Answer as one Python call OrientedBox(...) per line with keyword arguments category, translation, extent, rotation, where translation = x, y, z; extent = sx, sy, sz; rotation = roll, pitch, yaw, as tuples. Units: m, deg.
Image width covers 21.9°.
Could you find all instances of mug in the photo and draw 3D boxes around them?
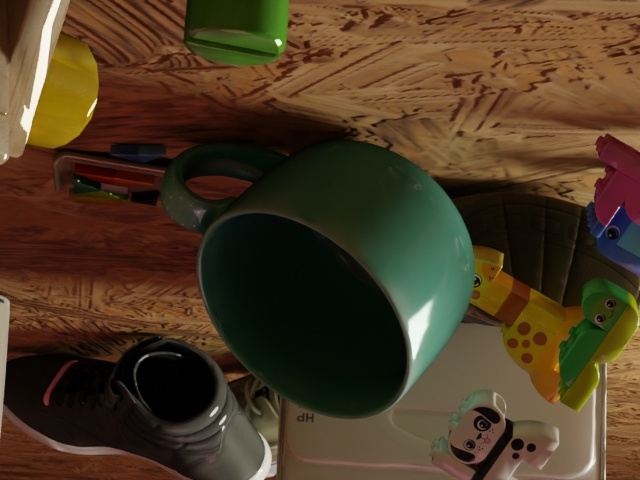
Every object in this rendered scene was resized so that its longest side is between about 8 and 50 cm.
OrientedBox(category="mug", translation=(0.008, 0.002, 0.860), extent=(0.129, 0.158, 0.097), rotation=(-15, -158, 45))

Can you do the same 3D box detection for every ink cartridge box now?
OrientedBox(category="ink cartridge box", translation=(0.079, 0.112, 1.116), extent=(0.198, 0.197, 0.270), rotation=(3, 167, 3))

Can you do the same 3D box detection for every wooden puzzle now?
OrientedBox(category="wooden puzzle", translation=(-0.115, -0.033, 0.944), extent=(0.078, 0.014, 0.116), rotation=(3, 166, 0))

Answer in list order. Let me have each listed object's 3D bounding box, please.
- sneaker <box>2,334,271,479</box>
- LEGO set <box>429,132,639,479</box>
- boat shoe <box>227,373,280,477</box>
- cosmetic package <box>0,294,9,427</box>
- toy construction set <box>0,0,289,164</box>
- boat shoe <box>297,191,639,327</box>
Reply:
OrientedBox(category="sneaker", translation=(-0.189, 0.134, 1.529), extent=(0.295, 0.105, 0.147), rotation=(16, 146, 22))
OrientedBox(category="LEGO set", translation=(0.118, 0.025, 0.883), extent=(0.093, 0.227, 0.087), rotation=(30, -160, -3))
OrientedBox(category="boat shoe", translation=(-0.025, 0.155, 1.584), extent=(0.302, 0.109, 0.094), rotation=(-15, 144, 29))
OrientedBox(category="cosmetic package", translation=(-0.414, 0.099, 1.331), extent=(0.296, 0.129, 0.153), rotation=(-4, 166, 25))
OrientedBox(category="toy construction set", translation=(-0.170, -0.040, 0.439), extent=(0.257, 0.237, 0.309), rotation=(0, 166, 13))
OrientedBox(category="boat shoe", translation=(0.079, 0.009, 0.963), extent=(0.223, 0.080, 0.073), rotation=(2, -175, 0))
